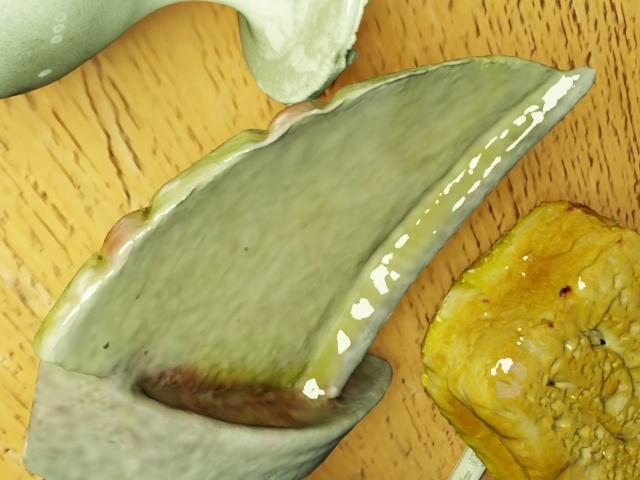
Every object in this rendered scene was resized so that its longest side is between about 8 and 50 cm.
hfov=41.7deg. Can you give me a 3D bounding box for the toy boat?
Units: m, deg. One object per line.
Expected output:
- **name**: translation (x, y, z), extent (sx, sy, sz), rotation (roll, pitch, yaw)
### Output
- **toy boat**: translation (-0.023, 0.023, 0.442), extent (0.276, 0.111, 0.294), rotation (-9, 131, -42)

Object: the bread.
- **bread**: translation (0.208, 0.143, 0.646), extent (0.185, 0.109, 0.380), rotation (-44, 127, -16)

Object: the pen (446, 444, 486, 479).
- **pen**: translation (0.100, 0.233, 0.702), extent (0.025, 0.025, 0.204), rotation (21, 101, -36)

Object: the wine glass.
- **wine glass**: translation (-0.107, -0.117, 0.342), extent (0.241, 0.126, 0.127), rotation (-3, 114, -33)
